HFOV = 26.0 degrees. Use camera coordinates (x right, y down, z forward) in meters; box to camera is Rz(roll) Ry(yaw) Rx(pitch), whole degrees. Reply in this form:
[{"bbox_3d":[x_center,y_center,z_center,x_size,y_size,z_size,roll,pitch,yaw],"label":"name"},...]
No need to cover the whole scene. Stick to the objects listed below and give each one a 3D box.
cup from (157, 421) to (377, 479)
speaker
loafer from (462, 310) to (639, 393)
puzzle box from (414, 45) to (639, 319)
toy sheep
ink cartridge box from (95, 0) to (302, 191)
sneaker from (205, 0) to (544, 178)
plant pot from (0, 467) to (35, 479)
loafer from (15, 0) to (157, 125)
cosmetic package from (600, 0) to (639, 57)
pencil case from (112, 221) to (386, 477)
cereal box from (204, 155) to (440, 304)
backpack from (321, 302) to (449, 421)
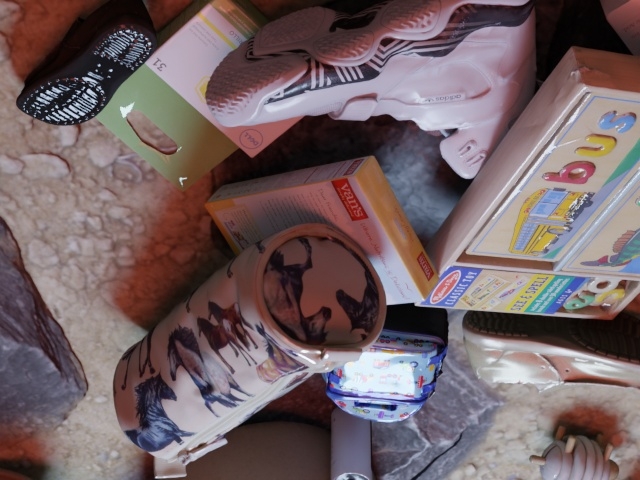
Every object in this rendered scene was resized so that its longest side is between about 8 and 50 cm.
[{"bbox_3d":[-0.057,0.437,1.805,0.331,0.237,0.331,-6,122,-10],"label":"cup"},{"bbox_3d":[0.039,0.273,1.786,0.055,0.136,0.055,1,124,1],"label":"speaker"},{"bbox_3d":[0.305,0.141,1.717,0.268,0.102,0.092,10,126,6],"label":"loafer"},{"bbox_3d":[0.296,-0.044,1.498,0.272,0.052,0.409,5,145,-20],"label":"puzzle box"},{"bbox_3d":[0.334,0.295,1.828,0.132,0.091,0.091,14,124,-15],"label":"toy sheep"},{"bbox_3d":[-0.132,-0.157,1.543,0.235,0.056,0.171,-38,117,22],"label":"ink cartridge box"},{"bbox_3d":[0.074,-0.152,1.460,0.365,0.137,0.210,-23,123,-2],"label":"sneaker"},{"bbox_3d":[-0.456,0.516,1.895,0.323,0.323,0.280,-4,142,4],"label":"plant pot"},{"bbox_3d":[-0.250,-0.197,1.508,0.220,0.078,0.080,-28,137,37],"label":"loafer"},{"bbox_3d":[0.405,-0.206,1.477,0.117,0.085,0.231,-34,116,23],"label":"cosmetic package"},{"bbox_3d":[-0.090,0.130,1.591,0.160,0.184,0.410,-5,159,-36],"label":"pencil case"},{"bbox_3d":[0.000,0.000,1.576,0.240,0.047,0.173,-8,121,42],"label":"cereal box"},{"bbox_3d":[0.072,0.157,1.719,0.158,0.117,0.173,9,127,-4],"label":"backpack"}]
